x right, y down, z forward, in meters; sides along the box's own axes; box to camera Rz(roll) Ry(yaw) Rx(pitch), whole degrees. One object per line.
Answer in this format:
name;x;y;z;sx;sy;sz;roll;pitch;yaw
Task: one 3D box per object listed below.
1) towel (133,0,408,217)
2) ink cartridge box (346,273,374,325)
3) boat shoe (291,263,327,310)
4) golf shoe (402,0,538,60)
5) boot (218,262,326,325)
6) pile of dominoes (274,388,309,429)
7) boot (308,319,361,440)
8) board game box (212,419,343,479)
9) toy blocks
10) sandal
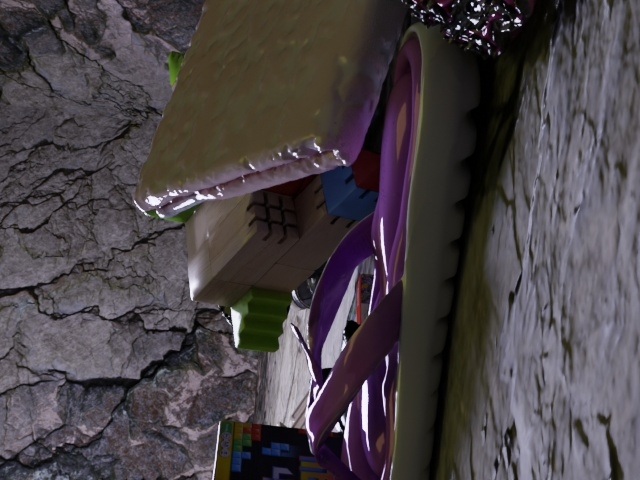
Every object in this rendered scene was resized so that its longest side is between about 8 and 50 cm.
towel;-0.027;-0.186;0.920;0.317;0.053;0.332;-13;54;52
ink cartridge box;0.045;0.067;0.948;0.115;0.029;0.063;103;171;-52
boat shoe;0.000;0.000;1.457;0.065;0.075;0.206;-15;52;37
golf shoe;0.097;-0.152;0.573;0.086;0.067;0.186;-57;5;-2
boot;-0.054;0.019;1.298;0.094;0.207;0.246;-43;58;22
pile of dominoes;-0.045;0.305;1.316;0.196;0.040;0.251;-49;14;11
boot;0.026;0.116;0.913;0.121;0.045;0.099;-129;37;-56
board game box;-0.022;0.228;0.861;0.170;0.141;0.048;-91;8;-55
toy blocks;-0.045;-0.115;1.089;0.261;0.190;0.382;-44;45;43
sandal;0.029;0.052;0.748;0.169;0.102;0.416;-111;28;-79
